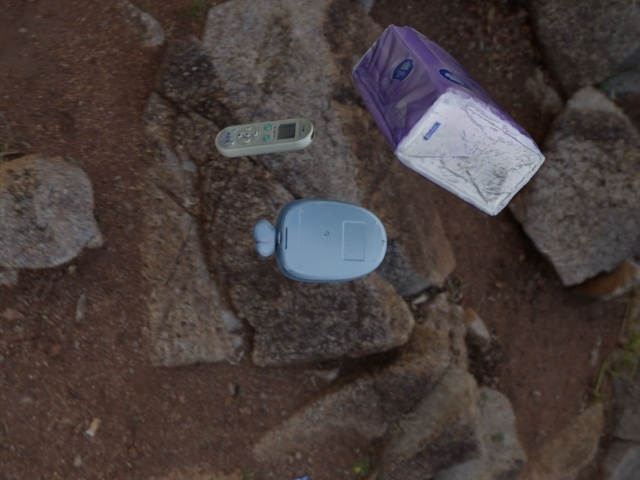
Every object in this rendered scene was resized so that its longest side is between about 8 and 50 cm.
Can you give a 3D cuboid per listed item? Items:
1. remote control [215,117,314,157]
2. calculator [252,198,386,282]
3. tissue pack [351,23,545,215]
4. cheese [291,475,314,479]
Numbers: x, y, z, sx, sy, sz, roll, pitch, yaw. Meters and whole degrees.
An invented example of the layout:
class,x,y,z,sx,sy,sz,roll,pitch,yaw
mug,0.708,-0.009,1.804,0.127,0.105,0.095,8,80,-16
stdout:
class,x,y,z,sx,sy,sz,roll,pitch,yaw
remote control,-0.121,-0.222,1.676,0.042,0.221,0.078,74,15,-50
calculator,0.000,0.000,1.720,0.302,0.042,0.188,2,87,-10
tissue pack,0.214,-0.227,1.361,0.242,0.338,0.160,28,114,-28
cheese,-0.141,0.434,1.208,0.286,0.074,0.189,-24,152,3
